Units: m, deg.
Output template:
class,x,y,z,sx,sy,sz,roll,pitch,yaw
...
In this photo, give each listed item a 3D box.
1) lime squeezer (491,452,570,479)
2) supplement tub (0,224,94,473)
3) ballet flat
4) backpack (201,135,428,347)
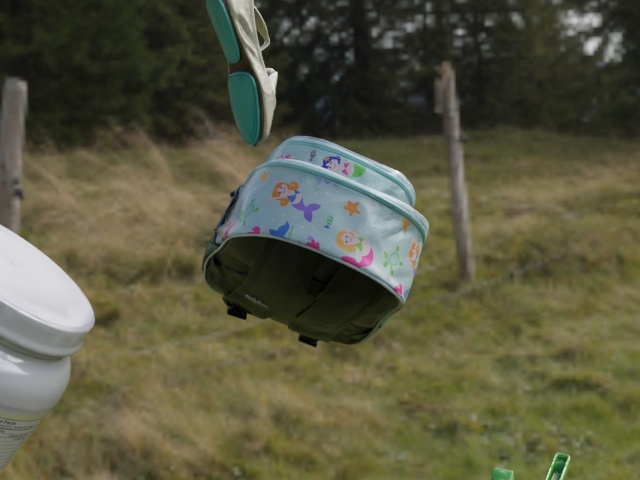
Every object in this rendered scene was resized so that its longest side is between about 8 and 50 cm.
class,x,y,z,sx,sy,sz,roll,pitch,yaw
lime squeezer,0.162,0.226,0.954,0.059,0.110,0.310,27,1,21
supplement tub,-0.407,0.151,1.270,0.235,0.325,0.235,37,9,-7
ballet flat,-0.068,-0.180,1.256,0.052,0.168,0.057,-24,21,-32
backpack,0.000,0.000,1.363,0.225,0.191,0.253,23,-15,-6
